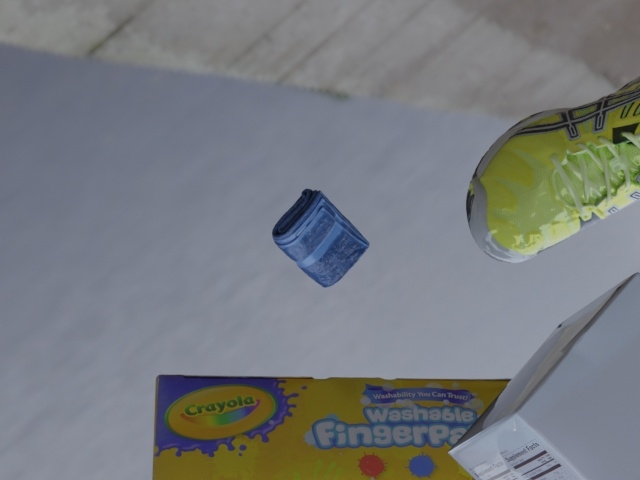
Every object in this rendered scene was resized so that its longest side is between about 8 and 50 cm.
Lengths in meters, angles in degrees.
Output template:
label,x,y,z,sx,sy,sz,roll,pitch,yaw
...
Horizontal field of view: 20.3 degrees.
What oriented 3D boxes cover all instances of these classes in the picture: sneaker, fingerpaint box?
label,x,y,z,sx,sy,sz,roll,pitch,yaw
sneaker,0.326,-0.105,1.980,0.384,0.145,0.147,-33,-173,-19
fingerpaint box,0.032,0.326,2.060,0.444,0.163,0.371,1,139,-3

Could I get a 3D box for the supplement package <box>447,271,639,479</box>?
label,x,y,z,sx,sy,sz,roll,pitch,yaw
supplement package,0.306,0.210,1.730,0.199,0.262,0.198,-46,178,-23

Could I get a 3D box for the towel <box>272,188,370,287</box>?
label,x,y,z,sx,sy,sz,roll,pitch,yaw
towel,0.000,0.000,1.722,0.067,0.029,0.119,-50,146,-4
